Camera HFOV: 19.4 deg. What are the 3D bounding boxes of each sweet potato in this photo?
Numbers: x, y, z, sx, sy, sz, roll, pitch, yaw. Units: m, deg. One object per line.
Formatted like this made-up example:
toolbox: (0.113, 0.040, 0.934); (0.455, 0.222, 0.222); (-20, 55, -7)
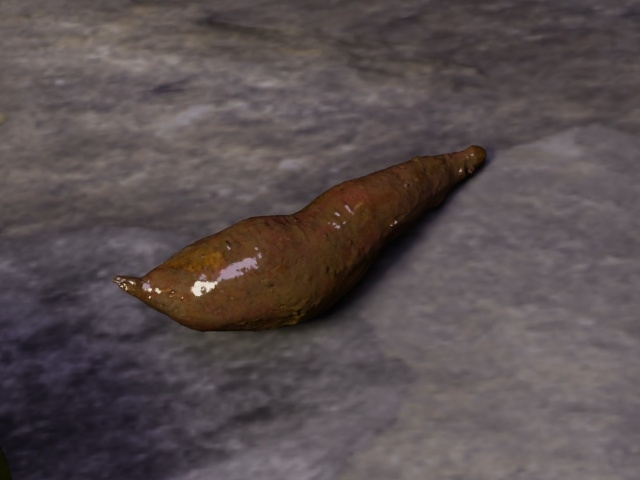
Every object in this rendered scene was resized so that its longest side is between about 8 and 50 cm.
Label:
sweet potato: (0.001, 0.006, 1.012); (0.226, 0.068, 0.068); (-22, 55, -18)

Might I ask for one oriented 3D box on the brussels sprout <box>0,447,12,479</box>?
brussels sprout: (-0.292, 0.144, 0.842); (0.344, 0.268, 0.344); (17, 23, -7)
